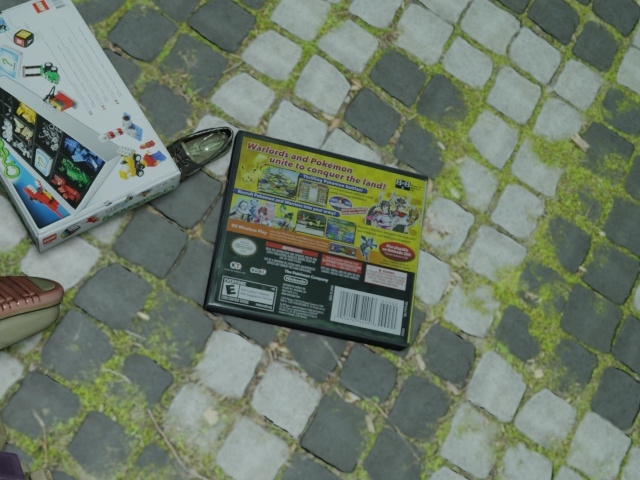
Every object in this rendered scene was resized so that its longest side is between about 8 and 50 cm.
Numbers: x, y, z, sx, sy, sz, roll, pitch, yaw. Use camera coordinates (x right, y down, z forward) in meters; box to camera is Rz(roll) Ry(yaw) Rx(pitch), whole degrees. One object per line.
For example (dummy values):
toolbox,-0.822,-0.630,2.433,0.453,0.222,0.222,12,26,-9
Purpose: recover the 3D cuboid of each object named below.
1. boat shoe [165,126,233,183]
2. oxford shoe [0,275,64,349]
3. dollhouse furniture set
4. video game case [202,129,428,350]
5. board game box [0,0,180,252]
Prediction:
boat shoe,-0.179,-0.110,1.332,0.152,0.049,0.056,-36,87,-23
oxford shoe,-0.469,0.148,1.140,0.397,0.140,0.146,-20,112,-27
dollhouse furniture set,-0.380,0.250,1.179,0.081,0.091,0.114,-39,58,15
video game case,0.000,0.000,1.362,0.275,0.035,0.248,13,70,-12
board game box,-0.335,-0.156,1.275,0.193,0.053,0.305,-27,75,-22
